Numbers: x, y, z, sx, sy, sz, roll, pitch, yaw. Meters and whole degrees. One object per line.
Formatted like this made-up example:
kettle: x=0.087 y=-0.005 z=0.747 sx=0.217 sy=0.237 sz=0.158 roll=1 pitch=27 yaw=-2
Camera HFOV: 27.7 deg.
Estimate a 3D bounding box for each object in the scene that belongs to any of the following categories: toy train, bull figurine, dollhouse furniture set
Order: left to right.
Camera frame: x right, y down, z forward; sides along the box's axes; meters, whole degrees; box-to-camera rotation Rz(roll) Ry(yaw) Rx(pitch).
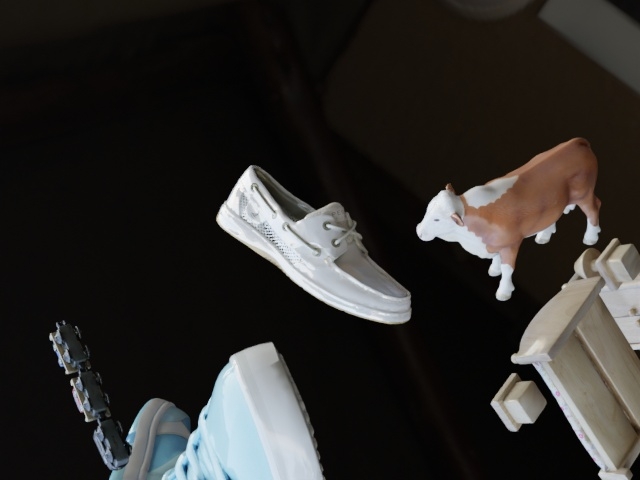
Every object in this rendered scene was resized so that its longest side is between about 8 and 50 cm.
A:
toy train: x=-0.212 y=0.142 z=1.194 sx=0.027 sy=0.036 sz=0.158 roll=-13 pitch=-121 yaw=-28
bull figurine: x=0.289 y=-0.035 z=1.912 sx=0.310 sy=0.188 sz=0.101 roll=-27 pitch=-143 yaw=-19
dollhouse furniture set: x=0.333 y=0.190 z=1.586 sx=0.355 sy=0.174 sz=0.303 roll=-46 pitch=-69 yaw=-33

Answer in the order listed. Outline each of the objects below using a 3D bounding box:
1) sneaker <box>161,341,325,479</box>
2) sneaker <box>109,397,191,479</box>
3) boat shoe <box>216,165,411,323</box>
sneaker: x=-0.087 y=0.226 z=1.006 sx=0.150 sy=0.366 sz=0.135 roll=-14 pitch=-132 yaw=-20
sneaker: x=-0.135 y=0.295 z=1.488 sx=0.208 sy=0.127 sz=0.319 roll=16 pitch=-162 yaw=-2
boat shoe: x=0.000 y=0.000 z=1.535 sx=0.277 sy=0.096 sz=0.098 roll=32 pitch=-162 yaw=21
